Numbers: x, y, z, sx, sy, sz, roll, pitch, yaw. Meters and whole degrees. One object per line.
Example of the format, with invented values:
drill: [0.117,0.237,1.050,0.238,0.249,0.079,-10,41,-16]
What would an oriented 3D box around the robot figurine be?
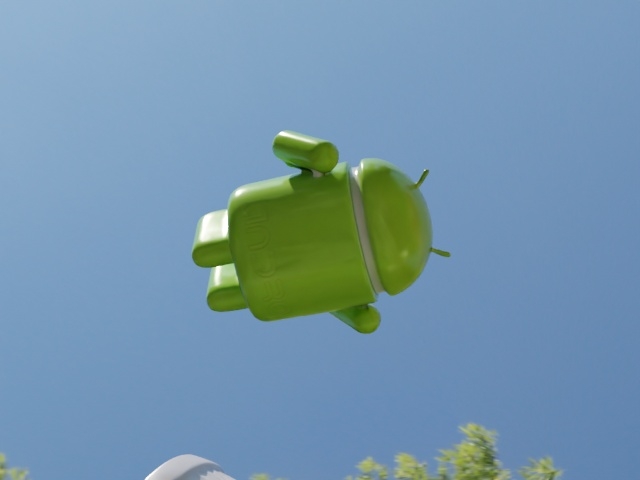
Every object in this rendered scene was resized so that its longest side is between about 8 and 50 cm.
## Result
robot figurine: [0.000,0.000,0.589,0.115,0.067,0.101,-13,-66,8]

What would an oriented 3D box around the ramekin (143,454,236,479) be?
ramekin: [-0.087,0.270,0.908,0.109,0.207,0.207,18,-96,19]
